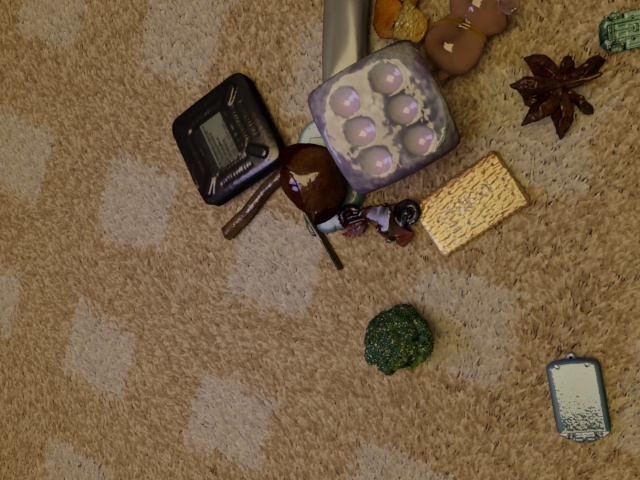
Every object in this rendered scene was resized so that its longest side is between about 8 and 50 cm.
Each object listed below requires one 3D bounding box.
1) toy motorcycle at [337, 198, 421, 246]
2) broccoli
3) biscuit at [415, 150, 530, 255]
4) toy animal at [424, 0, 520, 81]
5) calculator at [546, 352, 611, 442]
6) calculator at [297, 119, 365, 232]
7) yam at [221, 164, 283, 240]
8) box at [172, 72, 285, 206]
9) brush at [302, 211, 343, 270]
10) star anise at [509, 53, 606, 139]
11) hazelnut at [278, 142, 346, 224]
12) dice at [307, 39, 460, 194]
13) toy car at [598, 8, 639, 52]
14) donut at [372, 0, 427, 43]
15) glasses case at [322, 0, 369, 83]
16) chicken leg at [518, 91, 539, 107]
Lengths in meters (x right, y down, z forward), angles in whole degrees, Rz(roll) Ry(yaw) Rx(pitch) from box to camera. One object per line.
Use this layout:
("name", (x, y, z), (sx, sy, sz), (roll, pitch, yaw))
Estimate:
("toy motorcycle", (0.147, -0.039, 1.610), (0.213, 0.084, 0.118), (-3, 101, 21))
("broccoli", (0.193, 0.245, 1.584), (0.156, 0.195, 0.195), (32, 108, -18))
("biscuit", (0.359, -0.087, 1.552), (0.250, 0.030, 0.160), (-36, 78, 21))
("toy animal", (0.329, -0.487, 1.483), (0.165, 0.149, 0.248), (32, 117, 2))
("calculator", (0.593, 0.361, 1.479), (0.121, 0.039, 0.210), (-11, 89, 22))
("calculator", (0.024, -0.168, 1.669), (0.188, 0.042, 0.302), (-2, 96, 14))
("yam", (-0.158, -0.123, 1.762), (0.045, 0.045, 0.327), (39, 110, -20))
("box", (-0.257, -0.275, 1.772), (0.289, 0.073, 0.290), (-30, 77, 23))
("brush", (0.000, 0.000, 1.710), (0.027, 0.034, 0.190), (-37, 80, 31))
("star anise", (0.521, -0.334, 1.418), (0.196, 0.111, 0.212), (29, 101, 11))
("hazelnut", (-0.019, -0.137, 1.566), (0.161, 0.170, 0.201), (0, 101, 27))
("dice", (0.146, -0.276, 1.469), (0.270, 0.271, 0.270), (-28, 96, 12))
("toy car", (0.694, -0.451, 1.371), (0.186, 0.058, 0.093), (-3, 93, 35))
("donut", (0.202, -0.587, 1.526), (0.152, 0.101, 0.259), (31, 104, 61))
("glasses case", (0.069, -0.540, 1.618), (0.128, 0.083, 0.308), (4, 95, 17))
("chicken leg", (0.492, -0.324, 1.484), (0.083, 0.021, 0.036), (19, 108, 18))
